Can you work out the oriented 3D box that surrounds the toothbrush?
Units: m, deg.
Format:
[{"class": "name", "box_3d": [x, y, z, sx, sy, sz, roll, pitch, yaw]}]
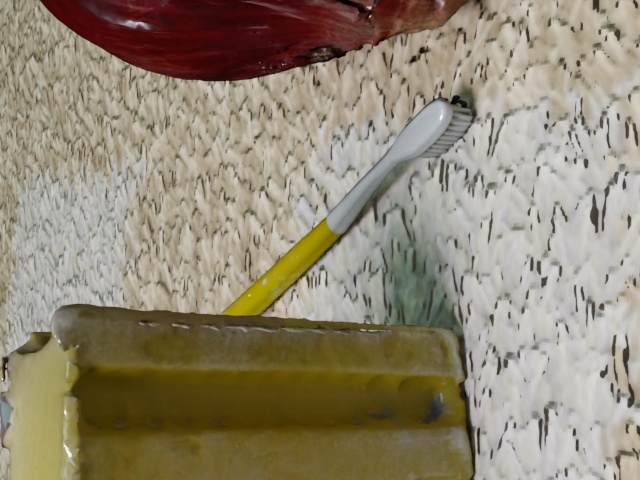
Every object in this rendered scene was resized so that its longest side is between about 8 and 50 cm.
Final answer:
[{"class": "toothbrush", "box_3d": [0.000, 0.000, 0.716, 0.288, 0.024, 0.021, -44, 49, 46]}]

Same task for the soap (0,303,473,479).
[{"class": "soap", "box_3d": [-0.032, 0.106, 0.560, 0.076, 0.233, 0.135, -20, 69, 49]}]

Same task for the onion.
[{"class": "onion", "box_3d": [-0.044, -0.223, 0.650, 0.280, 0.221, 0.281, -5, 79, 25]}]
